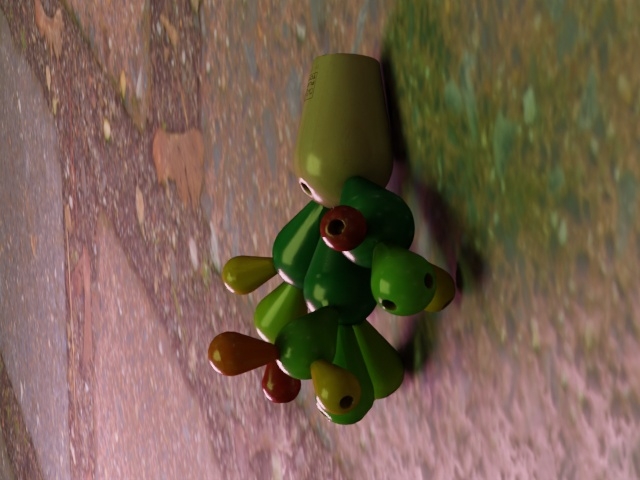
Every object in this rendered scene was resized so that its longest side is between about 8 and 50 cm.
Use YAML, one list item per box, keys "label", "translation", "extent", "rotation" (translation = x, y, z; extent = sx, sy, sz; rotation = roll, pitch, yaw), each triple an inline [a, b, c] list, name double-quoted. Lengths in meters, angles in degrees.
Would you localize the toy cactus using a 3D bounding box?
- label: "toy cactus"
  translation: [0.000, 0.000, 0.934]
  extent: [0.219, 0.112, 0.180]
  rotation: [128, 144, -79]
